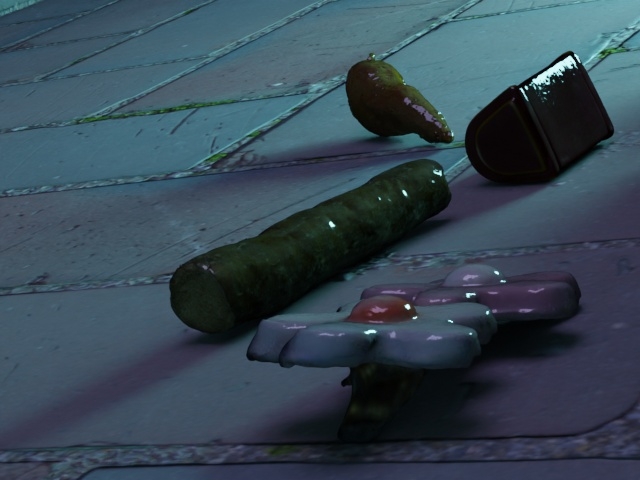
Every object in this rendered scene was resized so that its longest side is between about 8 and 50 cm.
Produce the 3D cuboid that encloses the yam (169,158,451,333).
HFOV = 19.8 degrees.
[{"bbox_3d":[0.000,0.000,1.353,0.061,0.061,0.274,0,19,41],"label":"yam"}]

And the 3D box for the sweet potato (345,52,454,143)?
[{"bbox_3d":[0.067,-0.127,1.772,0.068,0.068,0.226,-17,29,-13],"label":"sweet potato"}]

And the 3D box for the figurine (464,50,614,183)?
[{"bbox_3d":[0.179,-0.096,1.554,0.098,0.082,0.154,-27,4,37],"label":"figurine"}]

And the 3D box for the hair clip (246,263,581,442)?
[{"bbox_3d":[0.064,0.054,1.092,0.146,0.075,0.257,-8,10,36],"label":"hair clip"}]
